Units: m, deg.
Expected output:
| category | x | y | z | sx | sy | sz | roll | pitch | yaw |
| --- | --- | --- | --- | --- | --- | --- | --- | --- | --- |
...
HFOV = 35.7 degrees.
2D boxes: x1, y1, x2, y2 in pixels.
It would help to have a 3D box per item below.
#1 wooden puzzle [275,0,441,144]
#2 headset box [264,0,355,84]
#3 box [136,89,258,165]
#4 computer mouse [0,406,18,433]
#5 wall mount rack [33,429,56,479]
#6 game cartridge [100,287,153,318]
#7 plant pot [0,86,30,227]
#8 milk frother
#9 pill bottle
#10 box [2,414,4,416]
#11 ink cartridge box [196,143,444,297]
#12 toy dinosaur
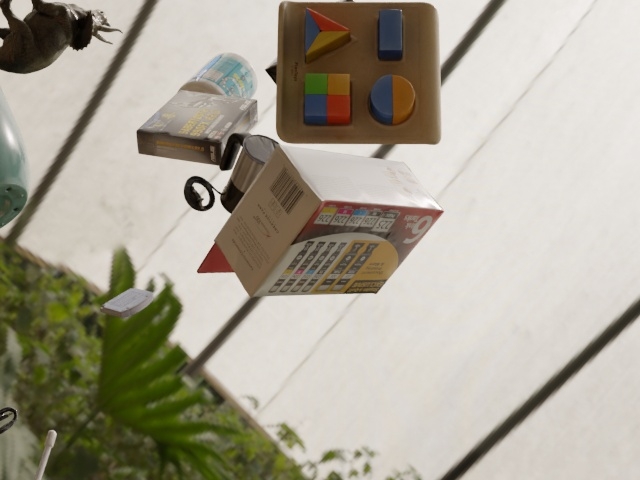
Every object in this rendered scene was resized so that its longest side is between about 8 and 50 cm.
| category | x | y | z | sx | sy | sz | roll | pitch | yaw |
| --- | --- | --- | --- | --- | --- | --- | --- | --- | --- |
| wooden puzzle | 0.083 | -0.360 | 2.070 | 0.347 | 0.322 | 0.080 | 2 | -15 | -3 |
| headset box | 0.040 | -0.424 | 2.386 | 0.110 | 0.293 | 0.218 | -6 | -52 | 53 |
| box | -0.252 | -0.239 | 2.075 | 0.183 | 0.231 | 0.056 | 10 | -58 | 14 |
| computer mouse | -0.793 | 0.435 | 2.239 | 0.071 | 0.242 | 0.041 | 51 | -47 | 24 |
| wall mount rack | -0.645 | 0.459 | 1.830 | 0.350 | 0.304 | 0.130 | 32 | -10 | -24 |
| game cartridge | -0.322 | 0.106 | 1.672 | 0.056 | 0.083 | 0.017 | 9 | -64 | 32 |
| plant pot | -0.685 | -0.139 | 1.865 | 0.235 | 0.293 | 0.293 | 56 | -10 | 16 |
| milk frother | -0.153 | -0.113 | 1.755 | 0.129 | 0.143 | 0.135 | 38 | -51 | 13 |
| pill bottle | -0.267 | -0.355 | 2.468 | 0.146 | 0.264 | 0.146 | 11 | -54 | 16 |
| box | -0.978 | 0.435 | 2.374 | 0.345 | 0.215 | 0.168 | 31 | 9 | -1 |
| ink cartridge box | 0.000 | 0.000 | 1.596 | 0.309 | 0.272 | 0.130 | 2 | 44 | -48 |
| toy dinosaur | -0.551 | -0.396 | 1.916 | 0.160 | 0.313 | 0.121 | 56 | -18 | -5 |
